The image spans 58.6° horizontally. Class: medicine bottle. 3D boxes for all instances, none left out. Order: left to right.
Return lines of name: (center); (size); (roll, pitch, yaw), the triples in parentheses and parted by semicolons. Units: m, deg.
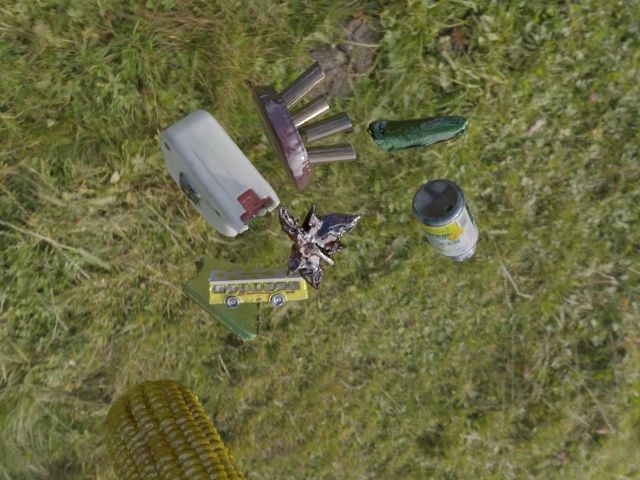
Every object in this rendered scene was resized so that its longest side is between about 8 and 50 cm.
medicine bottle: (0.361, -0.043, 1.602); (0.141, 0.141, 0.293); (-44, 144, 0)

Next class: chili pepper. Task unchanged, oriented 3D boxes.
chili pepper: (0.210, -0.239, 1.236); (0.217, 0.108, 0.062); (0, 118, 19)

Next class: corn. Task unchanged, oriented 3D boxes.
corn: (-0.139, 0.298, 0.639); (0.131, 0.344, 0.131); (-23, 135, -26)

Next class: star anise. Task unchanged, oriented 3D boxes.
star anise: (-0.002, -0.002, 1.032); (0.157, 0.053, 0.212); (-22, 129, -20)

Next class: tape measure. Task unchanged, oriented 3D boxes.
tape measure: (-0.223, -0.126, 1.202); (0.130, 0.265, 0.258); (-40, 91, -20)

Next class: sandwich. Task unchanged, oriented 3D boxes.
sandwich: (-0.275, 0.160, 1.578); (0.212, 0.244, 0.063); (12, 132, -14)

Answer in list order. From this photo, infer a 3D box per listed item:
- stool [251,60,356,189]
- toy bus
stool: (-0.040, -0.276, 1.387); (0.179, 0.272, 0.272); (-26, 114, -3)
toy bus: (-0.143, 0.107, 1.316); (0.227, 0.081, 0.074); (-2, 111, 1)
